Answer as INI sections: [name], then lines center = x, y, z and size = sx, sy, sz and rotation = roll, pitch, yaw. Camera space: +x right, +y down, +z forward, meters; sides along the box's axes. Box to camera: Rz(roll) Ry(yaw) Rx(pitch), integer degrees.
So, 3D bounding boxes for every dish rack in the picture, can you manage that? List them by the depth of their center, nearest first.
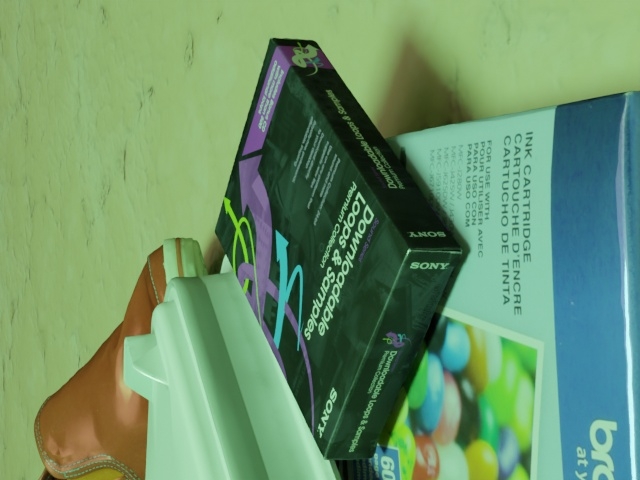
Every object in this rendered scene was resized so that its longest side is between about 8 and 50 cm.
[dish rack]
center = -0.058, 0.200, 0.683
size = 0.285, 0.072, 0.333
rotation = -115, 26, -50

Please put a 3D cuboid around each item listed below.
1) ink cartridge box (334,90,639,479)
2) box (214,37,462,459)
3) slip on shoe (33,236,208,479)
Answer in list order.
[ink cartridge box]
center = 0.078, 0.044, 0.514
size = 0.311, 0.065, 0.186
rotation = -3, 88, 60
[box]
center = 0.000, 0.000, 0.567
size = 0.162, 0.029, 0.116
rotation = 58, 139, 45
[slip on shoe]
center = -0.142, 0.130, 0.878
size = 0.123, 0.101, 0.331
rotation = -106, 31, -42
